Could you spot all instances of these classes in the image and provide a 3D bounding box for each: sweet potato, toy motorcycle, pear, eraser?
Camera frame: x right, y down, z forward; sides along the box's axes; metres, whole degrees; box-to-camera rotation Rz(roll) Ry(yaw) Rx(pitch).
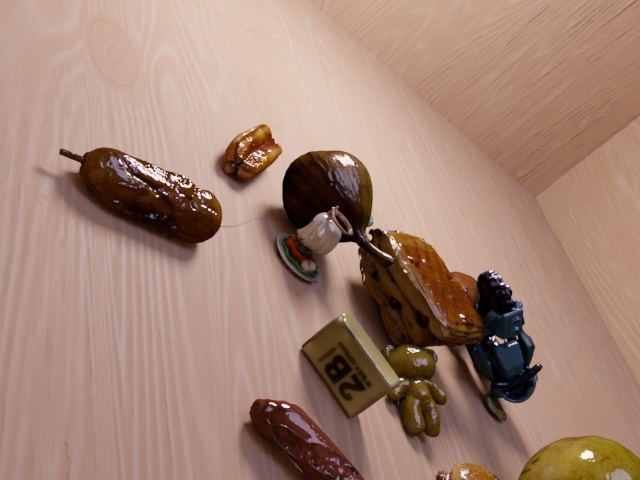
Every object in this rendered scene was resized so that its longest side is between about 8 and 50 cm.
[{"bbox_3d":[0.379,0.142,2.478,0.131,0.131,0.337,51,21,3],"label":"sweet potato"},{"bbox_3d":[0.456,0.252,2.245,0.416,0.172,0.232,82,-16,-52],"label":"toy motorcycle"},{"bbox_3d":[0.571,0.572,1.936,0.304,0.304,0.304,41,23,-22],"label":"pear"},{"bbox_3d":[0.055,0.234,1.717,0.172,0.117,0.058,54,26,11],"label":"eraser"}]

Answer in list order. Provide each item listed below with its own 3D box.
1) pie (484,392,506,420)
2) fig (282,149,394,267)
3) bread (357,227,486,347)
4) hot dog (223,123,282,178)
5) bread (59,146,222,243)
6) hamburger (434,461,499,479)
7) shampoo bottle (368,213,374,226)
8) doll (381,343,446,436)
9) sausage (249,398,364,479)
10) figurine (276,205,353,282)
[{"bbox_3d":[0.439,0.419,2.281,0.084,0.021,0.084,45,20,-22],"label":"pie"},{"bbox_3d":[0.060,-0.062,2.027,0.321,0.217,0.217,47,18,30],"label":"fig"},{"bbox_3d":[0.218,0.132,2.126,0.277,0.167,0.324,14,39,-57],"label":"bread"},{"bbox_3d":[-0.158,-0.202,2.084,0.100,0.068,0.249,58,23,-7],"label":"hot dog"},{"bbox_3d":[-0.306,-0.090,1.597,0.344,0.084,0.124,28,30,-43],"label":"bread"},{"bbox_3d":[0.287,0.506,1.728,0.191,0.118,0.182,43,19,-6],"label":"hamburger"},{"bbox_3d":[0.057,-0.081,2.324,0.212,0.049,0.072,23,31,-47],"label":"shampoo bottle"},{"bbox_3d":[0.194,0.319,1.918,0.137,0.097,0.209,7,56,-16],"label":"doll"},{"bbox_3d":[0.009,0.373,1.459,0.326,0.079,0.087,50,47,1],"label":"sausage"},{"bbox_3d":[0.000,0.000,1.940,0.132,0.154,0.132,41,24,-22],"label":"figurine"}]
